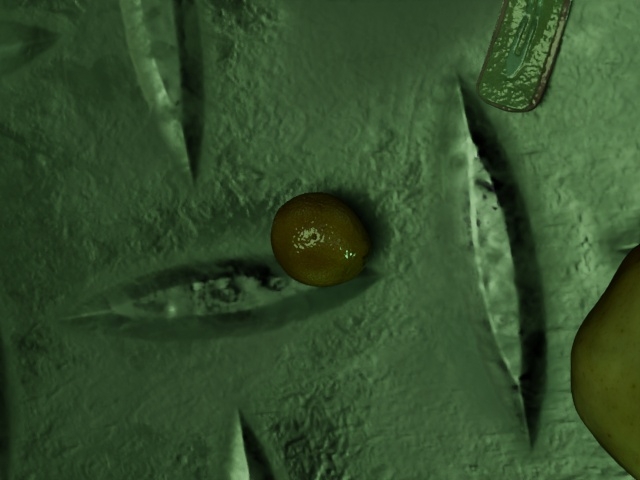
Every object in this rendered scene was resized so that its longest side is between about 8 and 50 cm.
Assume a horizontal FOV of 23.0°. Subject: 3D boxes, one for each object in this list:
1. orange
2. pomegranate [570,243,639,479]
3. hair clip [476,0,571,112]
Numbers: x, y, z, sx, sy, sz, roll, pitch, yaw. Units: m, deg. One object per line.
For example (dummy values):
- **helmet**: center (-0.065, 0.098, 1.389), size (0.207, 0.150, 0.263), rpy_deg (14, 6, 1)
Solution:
- **orange**: center (0.000, 0.000, 1.270), size (0.085, 0.085, 0.085), rpy_deg (3, 100, 20)
- **pomegranate**: center (0.293, 0.084, 1.100), size (0.233, 0.233, 0.233), rpy_deg (3, 100, 20)
- **hair clip**: center (0.160, -0.167, 1.211), size (0.054, 0.022, 0.137), rpy_deg (18, 105, 18)
